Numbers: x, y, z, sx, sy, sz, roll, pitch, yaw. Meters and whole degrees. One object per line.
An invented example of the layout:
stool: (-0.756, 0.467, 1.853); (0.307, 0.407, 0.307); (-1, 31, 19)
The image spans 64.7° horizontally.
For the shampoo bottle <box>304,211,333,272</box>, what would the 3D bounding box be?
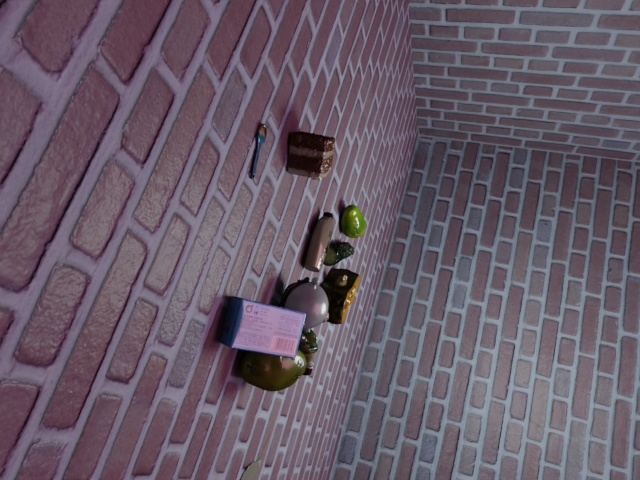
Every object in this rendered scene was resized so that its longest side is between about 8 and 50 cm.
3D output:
shampoo bottle: (0.000, 0.000, 2.077); (0.127, 0.078, 0.256); (56, 45, -61)

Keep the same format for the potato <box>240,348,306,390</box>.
potato: (-0.150, 0.416, 1.670); (0.253, 0.186, 0.148); (10, 55, -46)

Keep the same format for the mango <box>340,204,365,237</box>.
mango: (0.155, -0.089, 2.460); (0.232, 0.111, 0.125); (65, 35, -60)

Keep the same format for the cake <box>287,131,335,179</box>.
cake: (-0.034, -0.288, 1.716); (0.134, 0.135, 0.147); (-33, 136, -67)

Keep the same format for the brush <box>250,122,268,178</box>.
brush: (-0.181, -0.257, 1.463); (0.051, 0.014, 0.164); (17, 85, -71)

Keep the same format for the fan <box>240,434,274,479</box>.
fan: (-0.248, 0.875, 1.941); (0.310, 0.010, 0.182); (-56, 152, -46)

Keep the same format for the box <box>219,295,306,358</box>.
box: (-0.169, 0.260, 1.509); (0.232, 0.083, 0.142); (18, 81, -33)

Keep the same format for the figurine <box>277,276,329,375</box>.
figurine: (-0.065, 0.309, 1.838); (0.282, 0.167, 0.369); (2, 95, -42)

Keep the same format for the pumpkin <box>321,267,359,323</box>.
pumpkin: (0.088, 0.243, 2.402); (0.317, 0.140, 0.221); (-50, 149, -55)

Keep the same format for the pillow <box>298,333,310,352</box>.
pillow: (-0.107, 0.311, 1.707); (0.241, 0.093, 0.051); (44, 59, -21)

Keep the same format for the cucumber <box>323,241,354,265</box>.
cucumber: (0.094, 0.055, 2.379); (0.359, 0.096, 0.096); (-13, 113, -70)
